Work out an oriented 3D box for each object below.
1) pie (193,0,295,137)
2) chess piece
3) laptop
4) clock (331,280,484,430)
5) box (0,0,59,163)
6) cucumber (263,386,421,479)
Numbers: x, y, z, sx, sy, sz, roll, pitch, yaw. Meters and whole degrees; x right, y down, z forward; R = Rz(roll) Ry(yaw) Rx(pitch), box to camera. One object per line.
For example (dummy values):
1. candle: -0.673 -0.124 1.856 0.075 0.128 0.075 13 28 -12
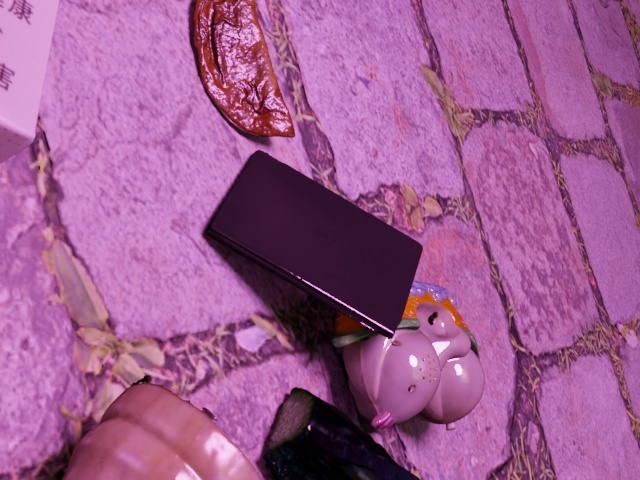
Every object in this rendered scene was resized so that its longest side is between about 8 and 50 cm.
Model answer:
1. pie: -0.086 -0.187 0.880 0.088 0.033 0.191 -9 81 -38
2. chess piece: -0.167 0.223 0.523 0.301 0.137 0.137 -42 107 -39
3. laptop: 0.000 0.000 0.844 0.197 0.016 0.135 31 43 -5
4. clock: 0.092 0.119 0.903 0.231 0.103 0.144 12 65 -47
5. box: -0.277 -0.233 0.602 0.210 0.095 0.331 28 53 -43
6. cucumber: 0.034 0.219 0.806 0.193 0.085 0.115 47 43 -18
